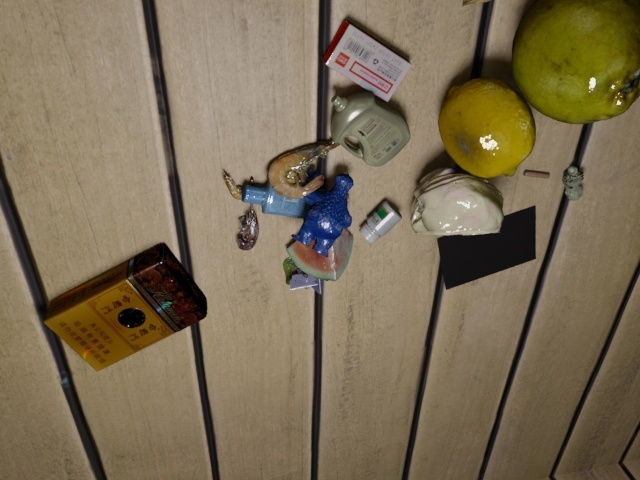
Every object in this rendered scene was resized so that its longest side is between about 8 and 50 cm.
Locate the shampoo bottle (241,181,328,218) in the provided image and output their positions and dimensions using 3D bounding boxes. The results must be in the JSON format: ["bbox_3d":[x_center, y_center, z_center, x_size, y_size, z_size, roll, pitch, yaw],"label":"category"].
[{"bbox_3d":[-0.106,-0.122,1.588,0.258,0.061,0.104,8,108,-22],"label":"shampoo bottle"}]

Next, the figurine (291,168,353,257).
[{"bbox_3d":[0.025,-0.085,1.541,0.164,0.120,0.262,16,86,-18],"label":"figurine"}]

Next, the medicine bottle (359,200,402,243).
[{"bbox_3d":[0.191,-0.057,1.703,0.080,0.080,0.130,36,108,-30],"label":"medicine bottle"}]

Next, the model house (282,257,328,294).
[{"bbox_3d":[-0.035,0.116,1.753,0.167,0.088,0.117,-8,124,-9],"label":"model house"}]

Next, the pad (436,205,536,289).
[{"bbox_3d":[0.605,0.030,1.912,0.367,0.007,0.248,-19,124,-2],"label":"pad"}]

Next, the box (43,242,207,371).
[{"bbox_3d":[-0.593,0.211,1.656,0.415,0.116,0.264,-25,124,4],"label":"box"}]

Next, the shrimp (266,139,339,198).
[{"bbox_3d":[-0.034,-0.210,1.533,0.251,0.144,0.052,-31,167,0],"label":"shrimp"}]

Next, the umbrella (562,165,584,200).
[{"bbox_3d":[0.855,-0.194,1.798,0.067,0.062,0.143,-2,137,25],"label":"umbrella"}]

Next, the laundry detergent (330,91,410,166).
[{"bbox_3d":[0.124,-0.325,1.496,0.253,0.091,0.181,30,120,-34],"label":"laundry detergent"}]

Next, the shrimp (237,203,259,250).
[{"bbox_3d":[-0.220,-0.044,1.622,0.065,0.056,0.165,7,110,3],"label":"shrimp"}]

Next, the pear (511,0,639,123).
[{"bbox_3d":[0.662,-0.479,1.368,0.351,0.413,0.352,-2,133,-2],"label":"pear"}]

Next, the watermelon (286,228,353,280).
[{"bbox_3d":[0.000,0.008,1.695,0.207,0.136,0.202,13,105,4],"label":"watermelon"}]

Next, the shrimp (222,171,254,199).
[{"bbox_3d":[-0.238,-0.171,1.557,0.083,0.023,0.114,-30,130,2],"label":"shrimp"}]

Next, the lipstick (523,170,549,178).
[{"bbox_3d":[0.720,-0.220,1.770,0.094,0.019,0.019,5,121,-16],"label":"lipstick"}]

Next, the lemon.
[{"bbox_3d":[0.465,-0.318,1.492,0.260,0.284,0.260,-25,153,-14],"label":"lemon"}]

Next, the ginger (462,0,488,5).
[{"bbox_3d":[0.458,-0.659,1.375,0.193,0.115,0.122,-35,141,22],"label":"ginger"}]

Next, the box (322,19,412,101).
[{"bbox_3d":[0.131,-0.479,1.434,0.229,0.050,0.123,22,116,-26],"label":"box"}]

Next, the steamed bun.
[{"bbox_3d":[0.401,-0.117,1.600,0.275,0.320,0.206,-6,92,-35],"label":"steamed bun"}]
